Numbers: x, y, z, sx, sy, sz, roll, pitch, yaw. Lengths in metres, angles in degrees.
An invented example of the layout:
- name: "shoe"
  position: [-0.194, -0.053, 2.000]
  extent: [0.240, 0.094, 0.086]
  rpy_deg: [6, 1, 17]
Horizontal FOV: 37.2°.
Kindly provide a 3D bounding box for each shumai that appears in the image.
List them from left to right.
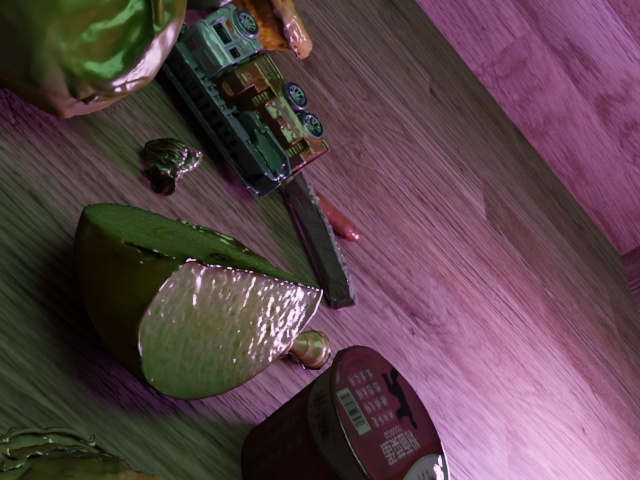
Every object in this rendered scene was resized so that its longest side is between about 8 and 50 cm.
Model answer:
- name: "shumai"
  position: [-0.216, -0.101, 1.358]
  extent: [0.083, 0.082, 0.080]
  rpy_deg: [15, 78, -15]

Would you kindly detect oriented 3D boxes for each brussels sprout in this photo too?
- name: "brussels sprout"
  position: [-0.311, -0.296, 1.208]
  extent: [0.259, 0.227, 0.294]
  rpy_deg: [35, 65, -19]

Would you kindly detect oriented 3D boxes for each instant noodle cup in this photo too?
- name: "instant noodle cup"
  position: [0.027, 0.274, 1.190]
  extent: [0.235, 0.178, 0.235]
  rpy_deg: [41, 29, -29]

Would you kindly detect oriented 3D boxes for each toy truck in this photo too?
- name: "toy truck"
  position: [-0.146, -0.241, 1.560]
  extent: [0.338, 0.133, 0.184]
  rpy_deg: [56, 34, -6]

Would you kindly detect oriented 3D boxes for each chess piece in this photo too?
- name: "chess piece"
  position: [-0.058, 0.142, 1.347]
  extent: [0.172, 0.060, 0.060]
  rpy_deg: [22, 42, -47]

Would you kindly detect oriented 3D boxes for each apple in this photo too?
- name: "apple"
  position: [-0.153, 0.061, 1.128]
  extent: [0.346, 0.179, 0.254]
  rpy_deg: [13, 62, -58]

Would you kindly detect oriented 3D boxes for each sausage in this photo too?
- name: "sausage"
  position: [0.020, -0.044, 1.729]
  extent: [0.158, 0.036, 0.042]
  rpy_deg: [40, 41, -32]

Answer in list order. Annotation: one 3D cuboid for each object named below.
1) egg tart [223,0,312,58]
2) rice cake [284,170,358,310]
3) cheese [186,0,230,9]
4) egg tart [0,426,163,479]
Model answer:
- name: "egg tart"
  position: [-0.135, -0.487, 1.811]
  extent: [0.345, 0.132, 0.345]
  rpy_deg: [-24, 90, -84]
- name: "rice cake"
  position: [0.000, 0.000, 1.621]
  extent: [0.270, 0.055, 0.049]
  rpy_deg: [66, 11, 21]
- name: "cheese"
  position: [-0.218, -0.561, 1.569]
  extent: [0.332, 0.292, 0.153]
  rpy_deg: [55, -10, 8]
- name: "egg tart"
  position: [-0.185, 0.306, 0.817]
  extent: [0.352, 0.150, 0.352]
  rpy_deg: [46, 24, -28]
